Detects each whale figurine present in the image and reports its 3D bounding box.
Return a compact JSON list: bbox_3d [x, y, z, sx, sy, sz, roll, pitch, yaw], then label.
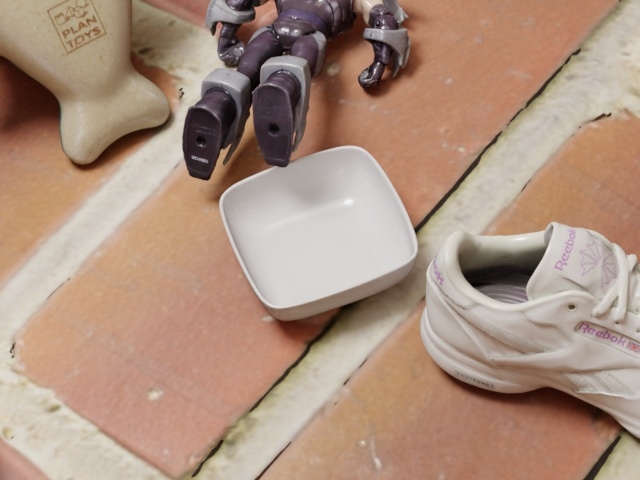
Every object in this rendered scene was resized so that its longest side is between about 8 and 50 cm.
[{"bbox_3d":[-0.234,-0.206,1.595,0.216,0.272,0.141,-32,21,-15],"label":"whale figurine"}]

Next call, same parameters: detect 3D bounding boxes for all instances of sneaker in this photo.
[{"bbox_3d":[0.220,0.066,1.375,0.305,0.152,0.114,10,54,11],"label":"sneaker"}]

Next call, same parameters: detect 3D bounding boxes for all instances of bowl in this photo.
[{"bbox_3d":[0.000,0.000,1.507,0.142,0.053,0.142,-20,55,-7],"label":"bowl"}]

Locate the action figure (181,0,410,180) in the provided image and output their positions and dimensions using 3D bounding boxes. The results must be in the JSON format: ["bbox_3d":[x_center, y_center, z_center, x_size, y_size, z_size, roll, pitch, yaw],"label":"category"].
[{"bbox_3d":[-0.026,-0.169,1.606,0.185,0.099,0.285,6,39,21],"label":"action figure"}]
